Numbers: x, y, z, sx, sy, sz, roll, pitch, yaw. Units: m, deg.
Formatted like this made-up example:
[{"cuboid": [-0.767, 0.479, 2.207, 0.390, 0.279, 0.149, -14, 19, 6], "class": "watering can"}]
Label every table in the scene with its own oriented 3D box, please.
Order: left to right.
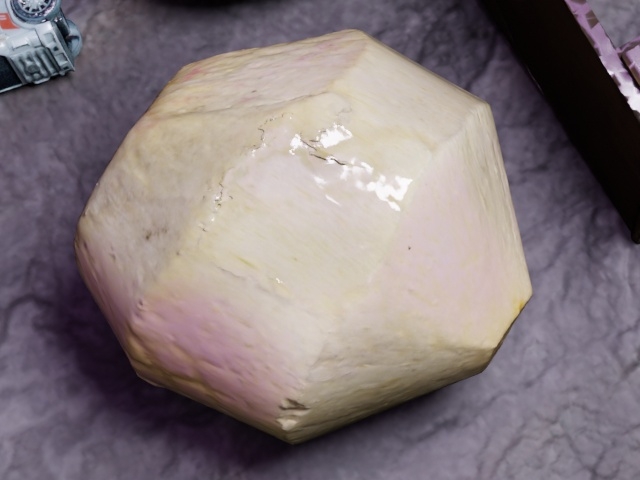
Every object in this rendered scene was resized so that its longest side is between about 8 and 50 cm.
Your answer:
[{"cuboid": [0.233, -0.193, 1.195, 0.251, 0.196, 0.282, -29, 77, -3], "class": "table"}]

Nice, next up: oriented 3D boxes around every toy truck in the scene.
[{"cuboid": [-0.234, -0.175, 1.269, 0.115, 0.080, 0.177, -25, 71, -3], "class": "toy truck"}]

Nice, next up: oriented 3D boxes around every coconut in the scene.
[{"cuboid": [0.000, 0.000, 1.128, 0.259, 0.259, 0.259, 0, 71, 0], "class": "coconut"}]
